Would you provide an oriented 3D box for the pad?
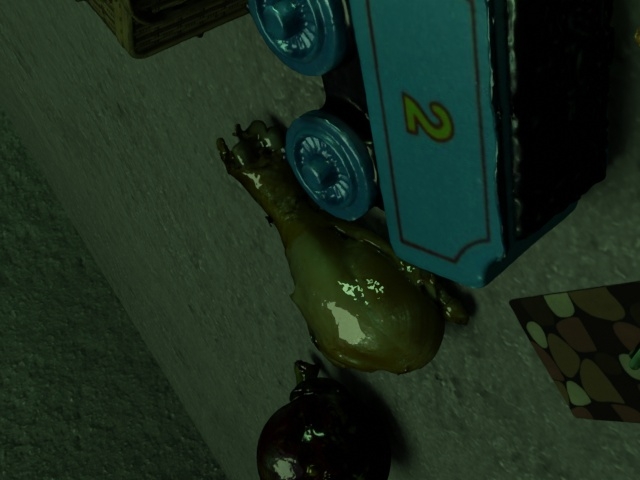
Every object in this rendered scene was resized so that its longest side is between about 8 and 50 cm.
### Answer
[{"bbox_3d":[0.289,0.114,0.780,0.158,0.003,0.235,59,156,-5],"label":"pad"}]

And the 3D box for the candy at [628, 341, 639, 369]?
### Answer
[{"bbox_3d":[0.289,0.044,0.628,0.077,0.073,0.262,19,150,12],"label":"candy"}]

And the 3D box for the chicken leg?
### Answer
[{"bbox_3d":[0.000,0.000,1.039,0.429,0.153,0.201,54,144,24],"label":"chicken leg"}]

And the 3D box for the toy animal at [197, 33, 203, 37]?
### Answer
[{"bbox_3d":[-0.218,-0.348,1.053,0.312,0.097,0.157,15,127,54],"label":"toy animal"}]

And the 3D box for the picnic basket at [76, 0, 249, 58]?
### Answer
[{"bbox_3d":[-0.117,-0.333,0.718,0.175,0.228,0.313,52,155,15],"label":"picnic basket"}]

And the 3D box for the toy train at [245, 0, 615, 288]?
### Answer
[{"bbox_3d":[0.091,-0.137,0.634,0.265,0.188,0.300,24,137,43],"label":"toy train"}]

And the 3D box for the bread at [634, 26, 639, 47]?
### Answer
[{"bbox_3d":[0.243,-0.125,0.473,0.070,0.083,0.076,59,154,16],"label":"bread"}]

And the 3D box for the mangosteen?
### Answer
[{"bbox_3d":[0.003,0.336,1.376,0.289,0.231,0.231,-97,-3,-50],"label":"mangosteen"}]
